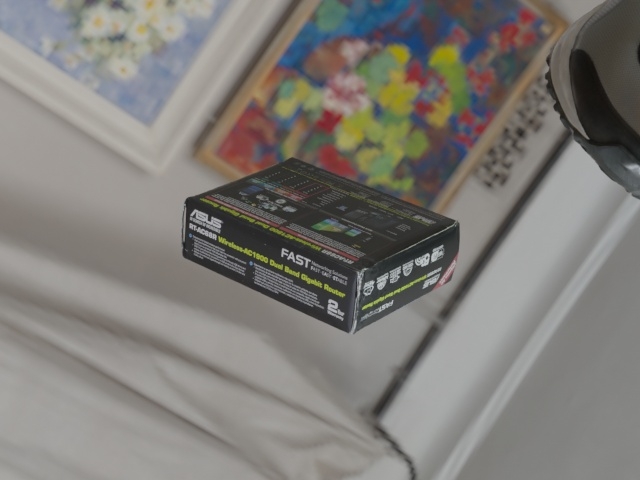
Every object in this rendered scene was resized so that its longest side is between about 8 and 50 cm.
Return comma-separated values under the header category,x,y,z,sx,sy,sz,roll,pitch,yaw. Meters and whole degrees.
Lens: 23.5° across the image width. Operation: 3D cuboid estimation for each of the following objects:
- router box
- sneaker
category,x,y,z,sx,sy,sz,roll,pitch,yaw
router box,0.000,0.000,0.830,0.122,0.092,0.038,23,-61,33
sneaker,0.219,-0.130,0.921,0.108,0.100,0.271,-36,-164,48
